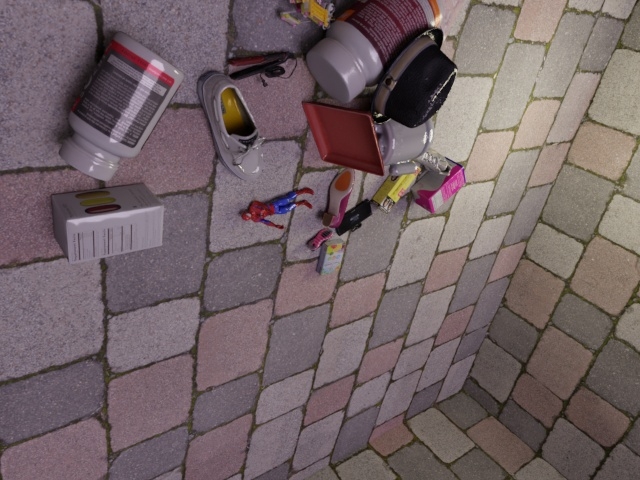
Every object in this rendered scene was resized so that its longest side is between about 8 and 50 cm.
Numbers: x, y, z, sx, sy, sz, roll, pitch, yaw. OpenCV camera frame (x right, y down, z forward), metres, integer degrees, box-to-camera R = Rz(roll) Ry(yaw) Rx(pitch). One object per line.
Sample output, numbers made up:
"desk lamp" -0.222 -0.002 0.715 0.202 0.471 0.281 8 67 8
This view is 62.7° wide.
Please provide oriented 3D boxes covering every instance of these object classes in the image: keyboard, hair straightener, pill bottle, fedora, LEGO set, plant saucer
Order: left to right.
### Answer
"pill bottle" -0.474 -0.306 1.236 0.176 0.176 0.318 26 100 -51
"hair straightener" -0.160 -0.491 1.511 0.230 0.047 0.089 -26 136 -34
"LEGO set" -0.066 -0.666 1.414 0.287 0.107 0.132 39 60 -57
"plant saucer" 0.086 -0.339 1.705 0.047 0.259 0.258 -54 145 -25
"keyboard" 0.135 -0.084 2.125 0.180 0.023 0.108 -33 132 -20
"pill bottle" 0.159 -0.610 1.575 0.392 0.224 0.224 -44 141 -10
"fedora" 0.304 -0.466 1.604 0.334 0.152 0.334 -42 164 -15

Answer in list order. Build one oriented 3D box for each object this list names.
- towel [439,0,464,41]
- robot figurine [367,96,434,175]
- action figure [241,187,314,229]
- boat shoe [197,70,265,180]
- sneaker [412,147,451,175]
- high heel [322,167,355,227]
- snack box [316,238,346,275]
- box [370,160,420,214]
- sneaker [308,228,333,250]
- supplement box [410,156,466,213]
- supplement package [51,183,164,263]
"towel" 0.403 -0.858 1.661 0.332 0.053 0.317 -62 146 -22
"robot figurine" 0.265 -0.376 1.876 0.353 0.200 0.300 -19 99 -34
"action figure" -0.127 -0.098 1.776 0.280 0.139 0.091 -17 129 -31
"boat shoe" -0.222 -0.299 1.501 0.136 0.156 0.367 -34 138 -20
"sneaker" 0.457 -0.338 2.158 0.262 0.121 0.099 14 109 -48
"high heel" 0.082 -0.160 1.986 0.117 0.082 0.244 -7 116 -68
"snack box" 0.043 0.067 2.141 0.100 0.037 0.141 -11 127 -38
"box" 0.308 -0.225 2.151 0.232 0.058 0.087 -53 140 2
"sneaker" 0.000 0.000 2.051 0.119 0.047 0.057 -38 161 -15
"supplement box" 0.517 -0.242 2.299 0.220 0.111 0.114 -41 141 -11
"supplement package" -0.558 -0.049 1.386 0.244 0.139 0.134 -14 130 -37
